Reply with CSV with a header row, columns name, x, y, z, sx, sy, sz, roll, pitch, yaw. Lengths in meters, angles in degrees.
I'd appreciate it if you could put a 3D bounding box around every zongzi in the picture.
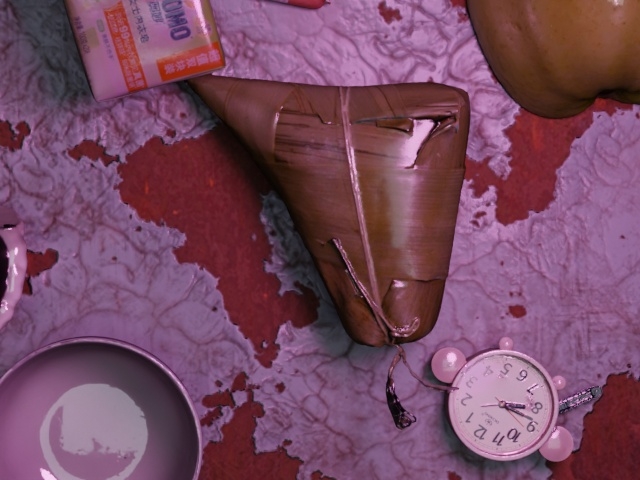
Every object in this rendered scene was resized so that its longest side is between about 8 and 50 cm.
name,x,y,z,sx,sy,sz,roll,pitch,yaw
zongzi,0.000,0.000,1.760,0.418,0.181,0.447,7,94,9

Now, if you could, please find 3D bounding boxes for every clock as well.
name,x,y,z,sx,sy,sz,roll,pitch,yaw
clock,0.249,0.222,1.827,0.229,0.063,0.156,35,87,0

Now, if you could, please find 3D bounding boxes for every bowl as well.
name,x,y,z,sx,sy,sz,roll,pitch,yaw
bowl,-0.299,0.261,1.732,0.286,0.144,0.287,0,92,-7

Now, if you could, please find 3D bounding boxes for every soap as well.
name,x,y,z,sx,sy,sz,roll,pitch,yaw
soap,-0.234,-0.299,1.712,0.182,0.138,0.200,-17,107,-6

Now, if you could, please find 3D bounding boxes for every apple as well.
name,x,y,z,sx,sy,sz,roll,pitch,yaw
apple,0.393,-0.356,1.819,0.320,0.311,0.361,-5,91,39

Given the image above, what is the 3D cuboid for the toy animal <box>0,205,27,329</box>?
name,x,y,z,sx,sy,sz,roll,pitch,yaw
toy animal,-0.482,0.043,1.688,0.208,0.204,0.156,-5,107,-24

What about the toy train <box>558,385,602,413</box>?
name,x,y,z,sx,sy,sz,roll,pitch,yaw
toy train,0.356,0.225,1.863,0.083,0.017,0.017,-22,86,-5

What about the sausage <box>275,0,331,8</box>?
name,x,y,z,sx,sy,sz,roll,pitch,yaw
sausage,-0.094,-0.346,1.796,0.223,0.029,0.029,11,90,-6
